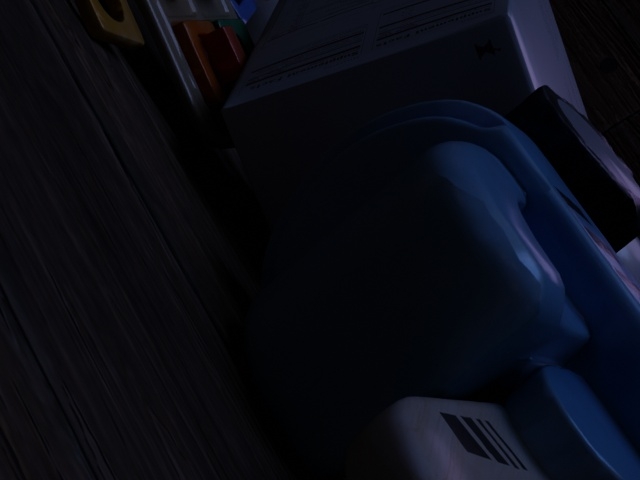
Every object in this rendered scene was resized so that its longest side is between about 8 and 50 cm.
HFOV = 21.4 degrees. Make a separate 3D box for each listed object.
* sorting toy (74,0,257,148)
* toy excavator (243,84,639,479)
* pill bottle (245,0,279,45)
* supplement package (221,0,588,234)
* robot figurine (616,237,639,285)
[{"bbox_3d":[-0.080,-0.162,1.214,0.196,0.047,0.347,62,17,0],"label":"sorting toy"},{"bbox_3d":[0.074,0.096,0.820,0.445,0.222,0.433,21,33,-58],"label":"toy excavator"},{"bbox_3d":[-0.079,-0.246,1.648,0.208,0.117,0.117,54,5,2],"label":"pill bottle"},{"bbox_3d":[0.075,-0.081,1.199,0.263,0.198,0.199,-73,144,-64],"label":"supplement package"},{"bbox_3d":[0.261,0.012,2.003,0.300,0.200,0.353,20,26,-31],"label":"robot figurine"}]
